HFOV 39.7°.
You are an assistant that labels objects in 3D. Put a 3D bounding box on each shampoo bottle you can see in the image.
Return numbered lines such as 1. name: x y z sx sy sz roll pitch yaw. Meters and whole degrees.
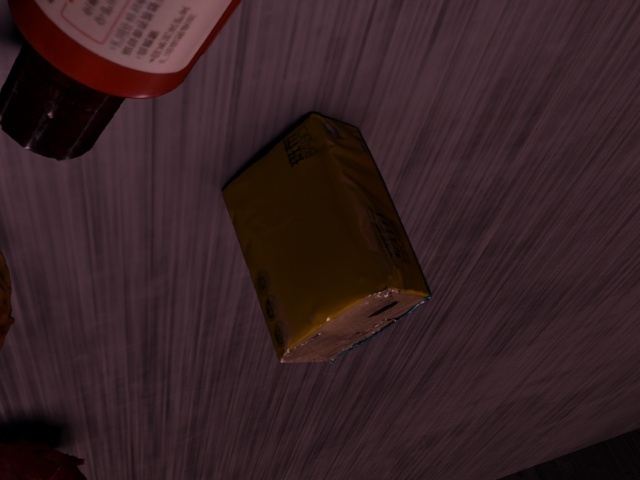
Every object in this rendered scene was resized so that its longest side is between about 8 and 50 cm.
1. shampoo bottle: -0.085 -0.145 0.437 0.104 0.104 0.278 3 143 -42

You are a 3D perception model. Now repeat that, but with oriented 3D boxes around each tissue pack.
1. tissue pack: 0.000 0.000 0.709 0.120 0.169 0.082 -37 148 28

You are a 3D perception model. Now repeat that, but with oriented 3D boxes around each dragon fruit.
1. dragon fruit: -0.348 0.307 1.011 0.209 0.172 0.172 21 131 -37

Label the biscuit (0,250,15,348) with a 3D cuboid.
1. biscuit: -0.355 0.075 0.610 0.296 0.075 0.296 -26 145 -20
